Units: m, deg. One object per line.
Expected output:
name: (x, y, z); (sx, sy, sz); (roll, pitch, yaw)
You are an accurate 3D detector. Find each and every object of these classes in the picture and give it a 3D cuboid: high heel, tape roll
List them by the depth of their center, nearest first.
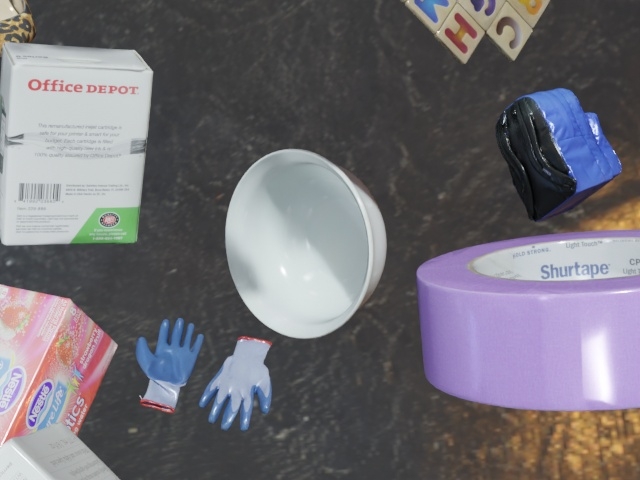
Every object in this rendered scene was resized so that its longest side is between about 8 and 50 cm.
tape roll: (0.218, 0.056, 0.962); (0.274, 0.275, 0.090); (-11, 99, -32)
high heel: (-0.510, -0.404, 1.845); (0.093, 0.261, 0.186); (-13, 126, -5)

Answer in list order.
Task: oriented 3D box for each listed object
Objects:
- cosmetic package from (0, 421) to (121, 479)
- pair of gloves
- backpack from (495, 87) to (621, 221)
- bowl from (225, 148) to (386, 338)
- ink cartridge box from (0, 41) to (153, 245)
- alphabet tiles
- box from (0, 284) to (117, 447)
cosmetic package: (-0.182, 0.362, 1.112); (0.385, 0.217, 0.156); (42, 88, 3)
pair of gloves: (-0.158, 0.179, 1.601); (0.198, 0.023, 0.159); (12, 45, 1)
backpack: (0.242, -0.094, 1.226); (0.101, 0.098, 0.120); (-19, 75, -34)
bowl: (0.000, 0.000, 1.870); (0.134, 0.298, 0.298); (-9, 83, -50)
ink cartridge box: (-0.381, -0.147, 1.813); (0.211, 0.121, 0.289); (0, 115, -23)
alphabet tiles: (0.175, -0.404, 1.502); (0.342, 0.011, 0.285); (42, 68, -23)
box: (-0.431, 0.232, 1.668); (0.300, 0.142, 0.154); (-68, 151, -25)
